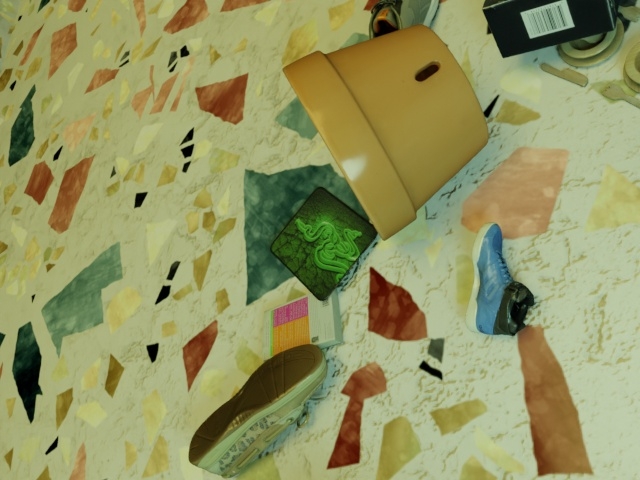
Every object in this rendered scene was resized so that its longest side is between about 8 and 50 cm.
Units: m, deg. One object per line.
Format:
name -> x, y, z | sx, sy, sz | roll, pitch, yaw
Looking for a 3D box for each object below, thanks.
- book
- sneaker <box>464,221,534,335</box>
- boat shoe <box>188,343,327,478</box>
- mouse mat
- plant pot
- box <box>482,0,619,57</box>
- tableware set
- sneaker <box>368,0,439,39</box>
book -> -0.033, 0.141, 1.006 | 0.144, 0.035, 0.096 | -23, 56, 29
sneaker -> 0.245, 0.051, 0.800 | 0.085, 0.058, 0.152 | 3, 78, 45
boat shoe -> -0.087, 0.274, 0.969 | 0.285, 0.089, 0.104 | -40, 26, 16
mouse mat -> 0.000, 0.000, 1.039 | 0.152, 0.007, 0.190 | -52, 46, 2
plant pot -> 0.104, -0.175, 0.881 | 0.204, 0.291, 0.290 | -31, 53, 6
box -> 0.330, -0.356, 0.851 | 0.156, 0.093, 0.158 | -4, 50, 38
tableware set -> 0.406, -0.262, 0.817 | 0.128, 0.039, 0.194 | -54, 48, 8
sneaker -> 0.137, -0.393, 1.042 | 0.100, 0.108, 0.271 | -9, 65, 38
